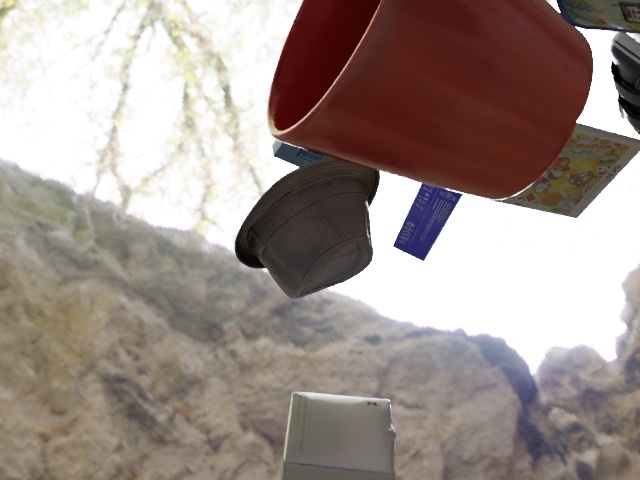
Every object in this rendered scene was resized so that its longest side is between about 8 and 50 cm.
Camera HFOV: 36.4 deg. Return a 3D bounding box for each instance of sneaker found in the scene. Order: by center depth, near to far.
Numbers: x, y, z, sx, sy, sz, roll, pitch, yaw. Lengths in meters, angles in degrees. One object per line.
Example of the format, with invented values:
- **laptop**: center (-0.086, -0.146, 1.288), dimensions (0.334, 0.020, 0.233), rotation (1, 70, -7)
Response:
- **sneaker**: center (0.624, -0.269, 1.842), dimensions (0.127, 0.321, 0.126), rotation (-48, -140, 16)

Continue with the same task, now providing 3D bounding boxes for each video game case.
- **video game case**: center (0.442, -0.129, 1.784), dimensions (0.206, 0.227, 0.026), rotation (-56, -145, 40)

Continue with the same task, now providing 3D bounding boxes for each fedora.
- **fedora**: center (0.000, 0.000, 1.483), dimensions (0.244, 0.124, 0.275), rotation (-13, 155, -33)

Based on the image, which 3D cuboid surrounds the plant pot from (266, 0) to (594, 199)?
- **plant pot**: center (0.114, -0.174, 0.965), dimensions (0.275, 0.243, 0.275), rotation (-52, -155, 36)

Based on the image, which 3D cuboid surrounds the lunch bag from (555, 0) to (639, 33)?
- **lunch bag**: center (0.248, -0.198, 0.713), dimensions (0.129, 0.096, 0.151), rotation (13, -154, 27)

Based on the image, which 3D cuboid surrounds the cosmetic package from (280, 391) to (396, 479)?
- **cosmetic package**: center (0.012, 0.423, 1.386), dimensions (0.155, 0.365, 0.197), rotation (5, -161, 1)

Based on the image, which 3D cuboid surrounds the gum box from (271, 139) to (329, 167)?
- **gum box**: center (0.030, -0.191, 1.652), dimensions (0.184, 0.157, 0.041), rotation (-53, -151, 31)

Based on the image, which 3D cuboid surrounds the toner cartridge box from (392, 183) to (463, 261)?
- **toner cartridge box**: center (0.223, -0.102, 1.780), dimensions (0.165, 0.075, 0.348), rotation (-62, 175, -22)
